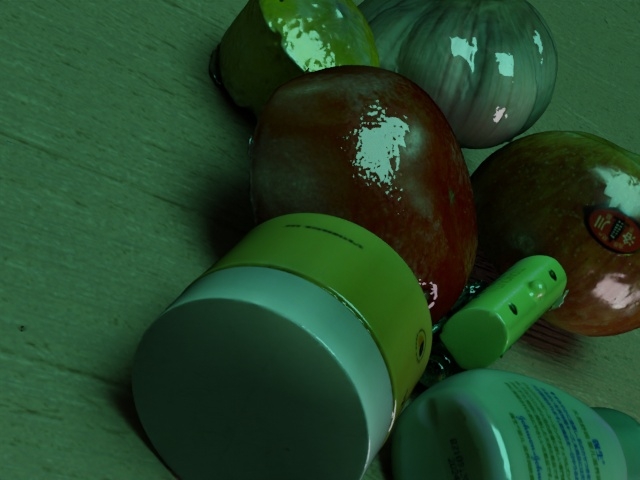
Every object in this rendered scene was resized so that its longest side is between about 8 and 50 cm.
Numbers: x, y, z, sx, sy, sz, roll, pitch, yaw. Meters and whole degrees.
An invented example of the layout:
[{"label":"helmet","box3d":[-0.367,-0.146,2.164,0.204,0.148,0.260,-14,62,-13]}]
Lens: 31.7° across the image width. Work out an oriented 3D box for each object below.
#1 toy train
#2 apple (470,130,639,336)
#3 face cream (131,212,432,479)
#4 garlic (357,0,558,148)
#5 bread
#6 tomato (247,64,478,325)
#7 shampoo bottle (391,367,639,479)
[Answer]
[{"label":"toy train","box3d":[0.204,0.092,1.326,0.105,0.157,0.253,55,33,4]},{"label":"apple","box3d":[0.355,-0.026,1.506,0.309,0.250,0.277,39,22,-26]},{"label":"face cream","box3d":[-0.028,0.106,0.995,0.218,0.218,0.179,48,33,-4]},{"label":"garlic","box3d":[0.170,-0.236,1.515,0.322,0.322,0.241,-1,88,-49]},{"label":"bread","box3d":[-0.024,-0.222,1.351,0.197,0.170,0.197,24,48,-30]},{"label":"tomato","box3d":[0.077,-0.038,1.199,0.338,0.144,0.338,7,81,-54]},{"label":"shampoo bottle","box3d":[0.242,0.251,1.226,0.350,0.151,0.221,9,57,-44]}]
